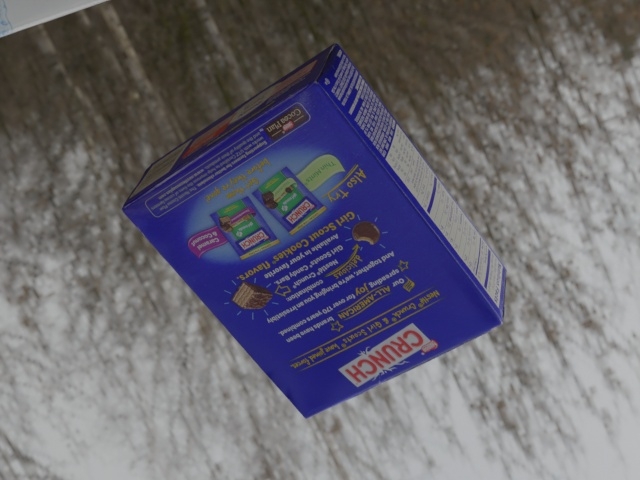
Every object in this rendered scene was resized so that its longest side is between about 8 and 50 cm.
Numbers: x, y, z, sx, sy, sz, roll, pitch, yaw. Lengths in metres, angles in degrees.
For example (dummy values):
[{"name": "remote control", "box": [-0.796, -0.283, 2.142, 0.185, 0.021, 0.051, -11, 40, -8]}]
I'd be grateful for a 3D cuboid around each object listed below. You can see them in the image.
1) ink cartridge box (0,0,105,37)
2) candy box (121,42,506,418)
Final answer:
[{"name": "ink cartridge box", "box": [-0.314, -0.204, 0.946, 0.306, 0.131, 0.226, -22, -163, -20]}, {"name": "candy box", "box": [0.000, 0.000, 1.294, 0.268, 0.317, 0.122, -29, -162, 27]}]
